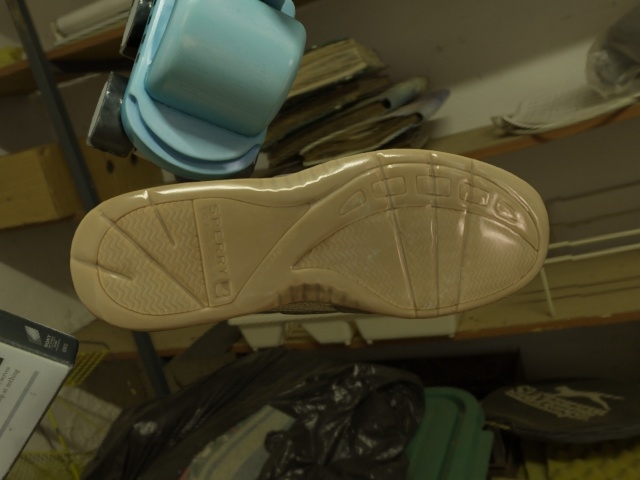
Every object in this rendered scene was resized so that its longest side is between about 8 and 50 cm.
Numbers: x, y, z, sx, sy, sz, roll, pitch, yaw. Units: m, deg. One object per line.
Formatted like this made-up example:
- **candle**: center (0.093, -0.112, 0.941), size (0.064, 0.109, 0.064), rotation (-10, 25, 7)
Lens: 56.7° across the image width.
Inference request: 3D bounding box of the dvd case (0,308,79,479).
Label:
- **dvd case**: center (-0.264, 0.073, 0.265), size (0.179, 0.239, 0.029), rotation (-55, 26, 14)

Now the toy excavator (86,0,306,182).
- **toy excavator**: center (-0.086, -0.300, 0.723), size (0.222, 0.432, 0.445), rotation (19, -15, -27)

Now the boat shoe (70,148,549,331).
- **boat shoe**: center (0.000, 0.000, 0.375), size (0.285, 0.102, 0.092), rotation (-7, 6, -12)
